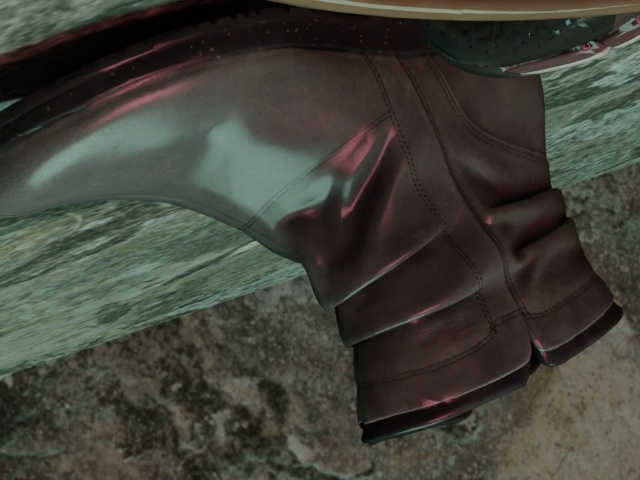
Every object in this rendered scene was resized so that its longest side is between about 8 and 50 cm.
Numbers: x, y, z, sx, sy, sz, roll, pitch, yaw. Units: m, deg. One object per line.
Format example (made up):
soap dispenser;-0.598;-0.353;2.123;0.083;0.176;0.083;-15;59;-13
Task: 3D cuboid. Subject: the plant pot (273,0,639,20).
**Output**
plant pot;0.043;-0.134;0.370;0.237;0.110;0.237;-1;163;0

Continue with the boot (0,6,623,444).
boot;0.000;0.000;0.973;0.338;0.223;0.118;-16;179;-27

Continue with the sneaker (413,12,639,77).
sneaker;0.116;-0.158;0.672;0.281;0.106;0.162;-35;163;25
